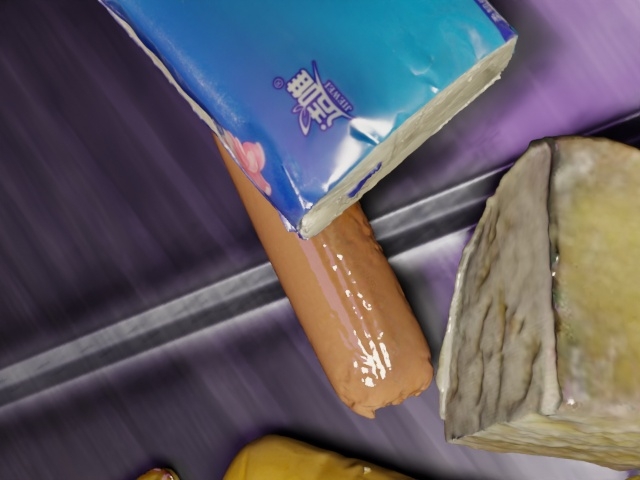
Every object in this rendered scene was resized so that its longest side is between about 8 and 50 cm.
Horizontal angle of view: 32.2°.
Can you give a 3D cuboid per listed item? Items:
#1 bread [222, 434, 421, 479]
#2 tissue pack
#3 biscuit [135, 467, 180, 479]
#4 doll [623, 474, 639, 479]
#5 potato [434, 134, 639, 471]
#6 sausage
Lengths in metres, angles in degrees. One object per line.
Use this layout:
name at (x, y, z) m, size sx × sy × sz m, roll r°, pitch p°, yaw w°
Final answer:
bread at (0.057, 0.255, 0.896) m, size 0.305 × 0.091 × 0.142 m, roll 11°, pitch 108°, yaw 20°
tissue pack at (-0.024, -0.163, 0.773) m, size 0.209 × 0.137 × 0.269 m, roll -40°, pitch 83°, yaw 4°
biscuit at (-0.182, 0.331, 1.031) m, size 0.254 × 0.029 × 0.172 m, roll -36°, pitch 85°, yaw 23°
doll at (0.246, 0.321, 0.808) m, size 0.119 × 0.138 × 0.293 m, roll -3°, pitch 101°, yaw 31°
potato at (0.237, 0.062, 0.792) m, size 0.264 × 0.211 × 0.189 m, roll 12°, pitch 70°, yaw -6°
sausage at (0.000, 0.001, 0.874) m, size 0.086 × 0.086 × 0.289 m, roll -26°, pitch 90°, yaw 23°
